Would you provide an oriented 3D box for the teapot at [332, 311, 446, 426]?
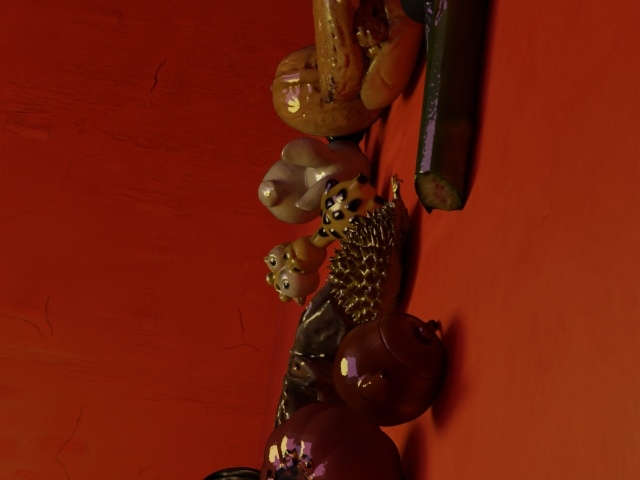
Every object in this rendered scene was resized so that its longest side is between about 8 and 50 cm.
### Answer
[{"bbox_3d":[0.079,0.119,0.993,0.173,0.116,0.116,-32,-43,-61],"label":"teapot"}]

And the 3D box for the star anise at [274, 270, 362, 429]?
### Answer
[{"bbox_3d":[0.005,0.198,1.488,0.332,0.118,0.331,11,-90,-88],"label":"star anise"}]

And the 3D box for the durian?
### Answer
[{"bbox_3d":[0.065,0.014,1.266,0.146,0.103,0.208,-80,5,-74],"label":"durian"}]

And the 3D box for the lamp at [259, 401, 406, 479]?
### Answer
[{"bbox_3d":[0.019,0.266,1.091,0.182,0.140,0.181,9,104,41],"label":"lamp"}]

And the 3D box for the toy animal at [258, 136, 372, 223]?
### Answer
[{"bbox_3d":[-0.014,-0.101,1.692,0.193,0.179,0.127,-15,83,55],"label":"toy animal"}]

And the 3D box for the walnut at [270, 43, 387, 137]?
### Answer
[{"bbox_3d":[0.015,-0.251,1.651,0.159,0.207,0.159,3,-90,-74],"label":"walnut"}]

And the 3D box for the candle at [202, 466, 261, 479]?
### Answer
[{"bbox_3d":[-0.180,0.666,2.083,0.342,0.222,0.221,-93,13,-47],"label":"candle"}]

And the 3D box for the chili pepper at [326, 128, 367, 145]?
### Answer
[{"bbox_3d":[0.047,-0.290,1.795,0.148,0.116,0.264,-85,6,-65],"label":"chili pepper"}]

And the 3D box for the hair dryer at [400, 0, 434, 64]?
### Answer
[{"bbox_3d":[0.138,-0.238,1.137,0.124,0.072,0.219,123,148,-76],"label":"hair dryer"}]

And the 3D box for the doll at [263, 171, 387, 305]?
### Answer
[{"bbox_3d":[0.000,0.000,1.580,0.291,0.086,0.117,-45,72,37],"label":"doll"}]

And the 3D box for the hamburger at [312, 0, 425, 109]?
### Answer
[{"bbox_3d":[0.063,-0.352,1.449,0.284,0.174,0.304,104,172,-57],"label":"hamburger"}]

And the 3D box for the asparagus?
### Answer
[{"bbox_3d":[0.136,-0.168,1.034,0.067,0.060,0.277,152,127,-70],"label":"asparagus"}]
